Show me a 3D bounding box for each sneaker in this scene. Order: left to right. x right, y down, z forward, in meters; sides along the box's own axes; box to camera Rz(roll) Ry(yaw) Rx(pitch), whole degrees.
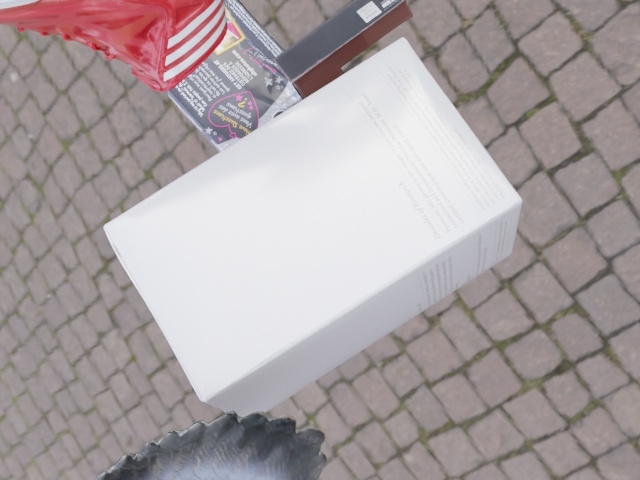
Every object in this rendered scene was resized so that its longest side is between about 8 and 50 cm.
[{"bbox_3d":[-0.174,-0.153,0.707,0.221,0.087,0.128,-5,135,11],"label":"sneaker"}]

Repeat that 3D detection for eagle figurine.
[{"bbox_3d":[-0.120,0.260,0.614,0.226,0.298,0.225,-11,135,44],"label":"eagle figurine"}]

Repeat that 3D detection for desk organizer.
[{"bbox_3d":[0.027,-0.180,0.908,0.050,0.130,0.047,52,-177,-46],"label":"desk organizer"}]

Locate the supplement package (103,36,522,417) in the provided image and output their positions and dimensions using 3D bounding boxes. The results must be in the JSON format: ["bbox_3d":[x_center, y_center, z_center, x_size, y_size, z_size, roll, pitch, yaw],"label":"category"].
[{"bbox_3d":[0.000,0.000,0.838,0.293,0.177,0.175,-33,73,-2],"label":"supplement package"}]

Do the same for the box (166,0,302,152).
[{"bbox_3d":[-0.097,-0.179,1.234,0.142,0.247,0.163,-42,85,1],"label":"box"}]
